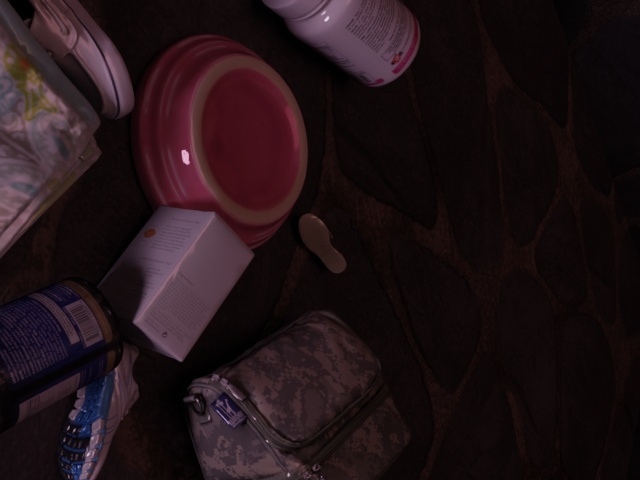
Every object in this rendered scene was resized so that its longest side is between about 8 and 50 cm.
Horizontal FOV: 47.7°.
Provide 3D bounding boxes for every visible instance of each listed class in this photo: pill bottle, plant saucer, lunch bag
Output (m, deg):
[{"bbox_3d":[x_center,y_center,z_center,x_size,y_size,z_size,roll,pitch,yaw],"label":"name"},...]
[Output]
[{"bbox_3d":[0.037,-0.394,1.248,0.283,0.160,0.161,23,70,-49],"label":"pill bottle"},{"bbox_3d":[-0.331,0.131,0.771,0.219,0.122,0.123,-27,108,-48],"label":"pill bottle"},{"bbox_3d":[-0.127,-0.145,1.085,0.332,0.084,0.333,5,84,-52],"label":"plant saucer"},{"bbox_3d":[-0.040,0.263,1.074,0.305,0.212,0.256,-29,93,-49],"label":"lunch bag"}]

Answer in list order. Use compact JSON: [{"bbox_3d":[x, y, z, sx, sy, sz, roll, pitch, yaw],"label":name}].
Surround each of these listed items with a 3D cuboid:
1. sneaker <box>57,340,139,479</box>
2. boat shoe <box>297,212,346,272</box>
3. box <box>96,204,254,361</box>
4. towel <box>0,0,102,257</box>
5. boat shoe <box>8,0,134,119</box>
[{"bbox_3d":[-0.263,0.211,0.898,0.083,0.071,0.191,31,63,-52],"label":"sneaker"},{"bbox_3d":[0.000,0.000,1.265,0.137,0.049,0.043,53,7,-32],"label":"boat shoe"},{"bbox_3d":[-0.192,0.050,0.927,0.171,0.130,0.091,-56,129,-23],"label":"box"},{"bbox_3d":[-0.419,-0.133,0.702,0.374,0.090,0.321,55,50,-33],"label":"towel"},{"bbox_3d":[-0.321,-0.249,0.842,0.088,0.096,0.268,-48,122,-37],"label":"boat shoe"}]
